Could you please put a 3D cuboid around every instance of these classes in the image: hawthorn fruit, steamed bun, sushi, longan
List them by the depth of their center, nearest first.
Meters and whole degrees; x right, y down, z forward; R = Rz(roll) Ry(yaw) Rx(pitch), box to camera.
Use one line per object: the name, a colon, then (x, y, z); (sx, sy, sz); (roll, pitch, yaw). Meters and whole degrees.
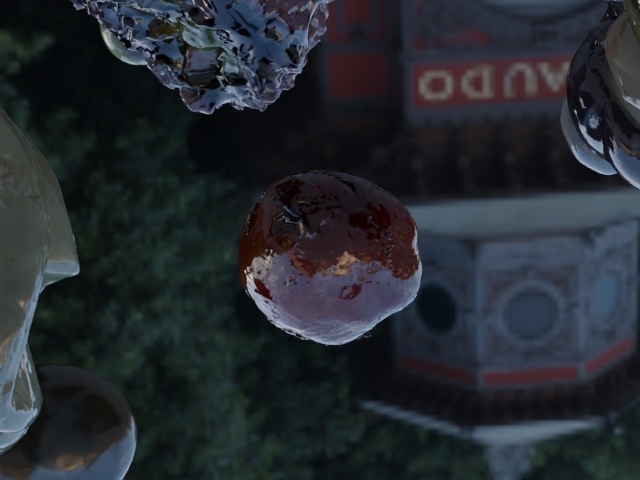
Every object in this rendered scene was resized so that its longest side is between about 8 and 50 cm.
steamed bun: (-0.356, 0.010, 1.582); (0.255, 0.367, 0.342); (-29, -148, -36)
sushi: (-0.123, -0.246, 1.720); (0.236, 0.270, 0.170); (-15, -135, 36)
hawthorn fruit: (0.000, 0.000, 1.733); (0.181, 0.181, 0.235); (6, 159, 25)
longan: (-0.283, 0.209, 1.809); (0.187, 0.167, 0.167); (-17, -159, -16)

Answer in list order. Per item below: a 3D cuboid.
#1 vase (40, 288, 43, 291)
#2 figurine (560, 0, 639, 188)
vase: (-0.359, -0.011, 1.930); (0.143, 0.143, 0.299); (-7, -167, -13)
figurine: (0.311, -0.148, 1.547); (0.218, 0.206, 0.365); (31, -175, 19)
